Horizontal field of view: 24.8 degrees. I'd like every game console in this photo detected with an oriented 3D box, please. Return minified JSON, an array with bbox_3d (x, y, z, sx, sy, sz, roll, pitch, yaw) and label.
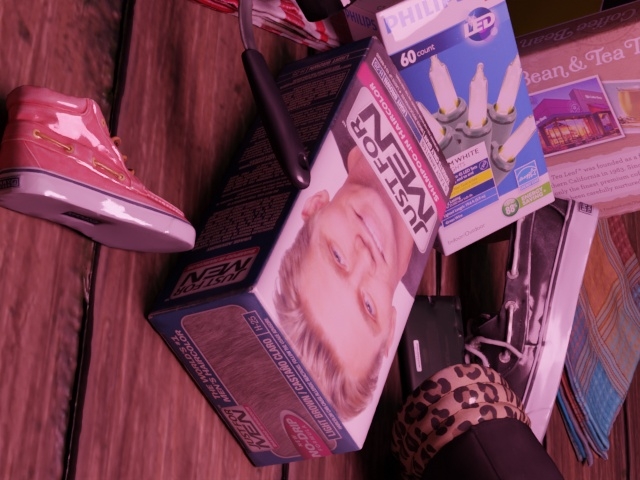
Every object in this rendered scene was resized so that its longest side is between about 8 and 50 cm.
[{"bbox_3d":[0.111,0.120,1.435,0.107,0.071,0.122,2,73,-28],"label":"game console"}]

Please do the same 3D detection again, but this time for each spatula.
[{"bbox_3d":[-0.053,-0.170,1.149,0.084,0.030,0.296,19,51,-56],"label":"spatula"}]

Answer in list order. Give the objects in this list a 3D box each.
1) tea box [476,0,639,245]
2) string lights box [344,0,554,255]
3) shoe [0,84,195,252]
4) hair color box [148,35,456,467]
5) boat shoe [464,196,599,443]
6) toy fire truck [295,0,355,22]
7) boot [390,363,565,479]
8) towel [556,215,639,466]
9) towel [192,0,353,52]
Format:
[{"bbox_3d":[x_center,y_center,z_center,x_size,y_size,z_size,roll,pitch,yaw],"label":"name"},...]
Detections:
[{"bbox_3d":[0.303,-0.199,1.578,0.220,0.329,0.323,59,35,-26],"label":"tea box"},{"bbox_3d":[0.125,-0.132,1.396,0.133,0.077,0.259,-27,119,-15],"label":"string lights box"},{"bbox_3d":[-0.151,-0.047,1.015,0.178,0.063,0.081,22,64,-49],"label":"shoe"},{"bbox_3d":[0.000,0.000,1.208,0.174,0.105,0.347,57,36,-28],"label":"hair color box"},{"bbox_3d":[0.199,0.102,1.488,0.113,0.105,0.306,-27,130,-80],"label":"boat shoe"},{"bbox_3d":[0.070,-0.328,1.233,0.158,0.246,0.217,60,24,-20],"label":"toy fire truck"},{"bbox_3d":[0.182,0.290,1.299,0.284,0.138,0.377,60,-3,28],"label":"boot"},{"bbox_3d":[0.338,0.068,1.812,0.271,0.040,0.370,67,31,-17],"label":"towel"},{"bbox_3d":[-0.058,-0.306,1.309,0.329,0.037,0.237,10,68,-57],"label":"towel"}]
